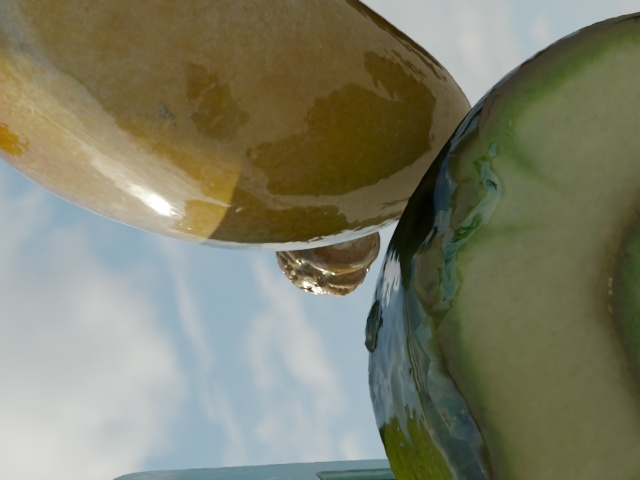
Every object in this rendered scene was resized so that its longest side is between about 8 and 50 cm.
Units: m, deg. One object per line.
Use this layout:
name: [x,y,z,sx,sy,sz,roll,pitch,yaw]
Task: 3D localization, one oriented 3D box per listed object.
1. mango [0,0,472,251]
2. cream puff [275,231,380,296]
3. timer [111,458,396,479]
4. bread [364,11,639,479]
mango: [-0.076,-0.102,1.104,0.384,0.199,0.221,19,-172,-28]
cream puff: [0.002,0.001,2.175,0.144,0.126,0.103,61,151,19]
timer: [0.006,0.192,1.198,0.232,0.250,0.091,-154,53,-70]
bread: [0.217,0.057,1.032,0.366,0.382,0.129,54,161,10]
